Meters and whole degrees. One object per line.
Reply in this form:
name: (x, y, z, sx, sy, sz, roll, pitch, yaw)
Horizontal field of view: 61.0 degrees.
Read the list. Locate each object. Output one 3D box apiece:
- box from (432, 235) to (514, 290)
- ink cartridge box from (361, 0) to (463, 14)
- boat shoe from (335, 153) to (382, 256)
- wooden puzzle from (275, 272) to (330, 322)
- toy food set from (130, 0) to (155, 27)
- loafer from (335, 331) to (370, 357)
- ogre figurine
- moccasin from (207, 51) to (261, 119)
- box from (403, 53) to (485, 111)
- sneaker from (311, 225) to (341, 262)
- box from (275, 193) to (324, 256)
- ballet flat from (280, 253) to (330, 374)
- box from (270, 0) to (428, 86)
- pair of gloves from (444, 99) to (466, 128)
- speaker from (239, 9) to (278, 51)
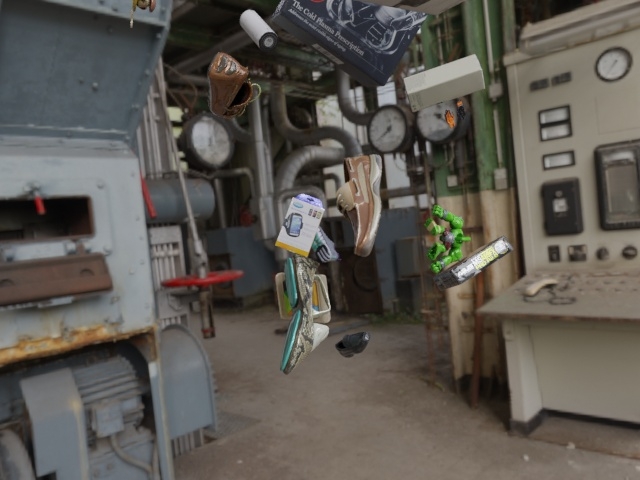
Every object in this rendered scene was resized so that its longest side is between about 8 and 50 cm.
box: (0.516, 0.083, 1.867, 0.216, 0.060, 0.270, -31, -8, -5)
ink cartridge box: (0.178, -0.605, 1.107, 0.129, 0.223, 0.307, -13, 2, 45)
boat shoe: (0.095, -0.096, 1.415, 0.116, 0.324, 0.123, 6, -40, 0)
wooden puzzle: (-0.081, 0.252, 2.370, 0.238, 0.221, 0.044, 0, 14, 24)
toy food set: (-0.572, -0.814, 1.777, 0.071, 0.218, 0.128, 6, 37, -24)
loafer: (0.121, 0.395, 2.083, 0.078, 0.076, 0.223, 31, -33, -6)
ogre figurine: (0.387, -0.003, 1.665, 0.118, 0.197, 0.097, 1, -18, -28)
moccasin: (-0.282, -0.485, 1.780, 0.147, 0.139, 0.380, 25, -15, -6)
box: (0.453, -0.579, 2.004, 0.275, 0.113, 0.094, -14, -42, 14)
sneaker: (0.000, 0.000, 2.146, 0.083, 0.224, 0.098, -43, -34, 27)
box: (-0.045, -0.038, 1.271, 0.081, 0.136, 0.028, 21, 0, -2)
ballet flat: (-0.049, 0.271, 2.049, 0.182, 0.483, 0.164, 10, -33, -15)
box: (0.096, -0.645, 1.472, 0.343, 0.312, 0.179, 29, 7, -19)
pair of gloves: (0.477, -0.447, 1.925, 0.083, 0.074, 0.010, -35, 33, -6)
speaker: (-0.160, -0.541, 1.399, 0.055, 0.055, 0.136, -7, 45, -31)
